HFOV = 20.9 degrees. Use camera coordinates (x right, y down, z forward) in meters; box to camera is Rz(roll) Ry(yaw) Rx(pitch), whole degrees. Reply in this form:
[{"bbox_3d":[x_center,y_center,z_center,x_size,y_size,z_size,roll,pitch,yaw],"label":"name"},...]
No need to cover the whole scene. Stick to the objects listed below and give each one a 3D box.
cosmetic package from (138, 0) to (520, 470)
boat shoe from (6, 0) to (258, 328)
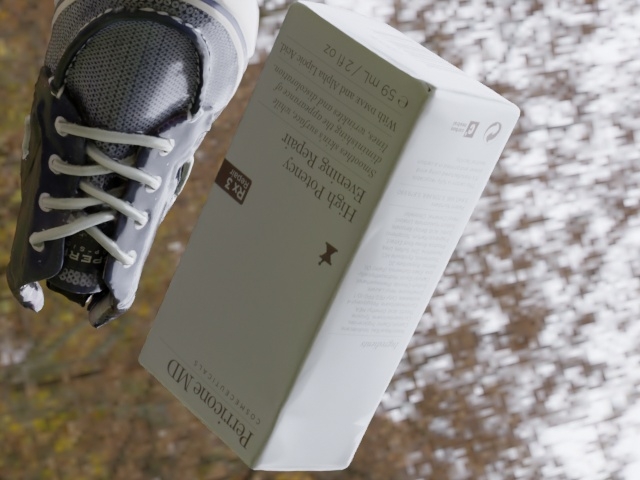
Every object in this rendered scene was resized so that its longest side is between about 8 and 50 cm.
[{"bbox_3d":[0.000,0.000,0.942,0.117,0.085,0.231,37,-70,38],"label":"cosmetic package"},{"bbox_3d":[-0.124,-0.051,1.082,0.340,0.127,0.158,121,-19,-69],"label":"boat shoe"}]
